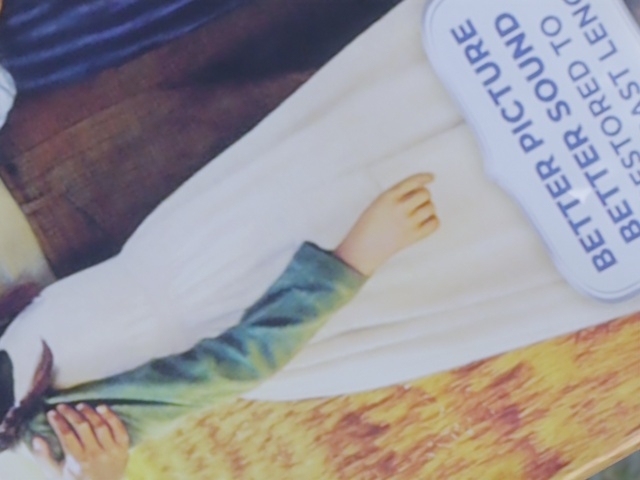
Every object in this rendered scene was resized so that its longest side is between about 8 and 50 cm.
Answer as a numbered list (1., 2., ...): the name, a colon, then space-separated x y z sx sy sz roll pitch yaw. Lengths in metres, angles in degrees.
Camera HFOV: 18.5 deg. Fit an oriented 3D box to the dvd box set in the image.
1. dvd box set: -0.114 -0.016 0.487 0.420 0.307 0.062 -30 -169 12
